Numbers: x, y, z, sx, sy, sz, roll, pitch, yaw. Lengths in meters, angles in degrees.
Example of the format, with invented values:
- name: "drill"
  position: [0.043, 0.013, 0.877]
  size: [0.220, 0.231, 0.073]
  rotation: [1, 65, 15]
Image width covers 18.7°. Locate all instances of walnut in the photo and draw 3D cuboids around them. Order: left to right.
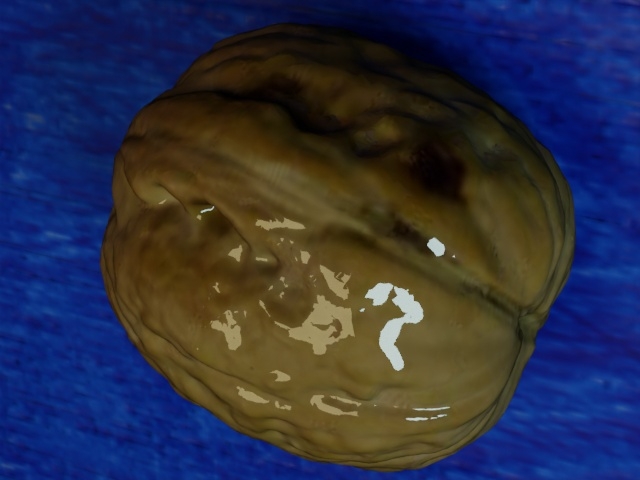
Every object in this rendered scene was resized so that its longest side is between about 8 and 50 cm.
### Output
- name: "walnut"
  position: [0.000, 0.000, 0.724]
  size: [0.184, 0.155, 0.155]
  rotation: [27, 122, 20]
